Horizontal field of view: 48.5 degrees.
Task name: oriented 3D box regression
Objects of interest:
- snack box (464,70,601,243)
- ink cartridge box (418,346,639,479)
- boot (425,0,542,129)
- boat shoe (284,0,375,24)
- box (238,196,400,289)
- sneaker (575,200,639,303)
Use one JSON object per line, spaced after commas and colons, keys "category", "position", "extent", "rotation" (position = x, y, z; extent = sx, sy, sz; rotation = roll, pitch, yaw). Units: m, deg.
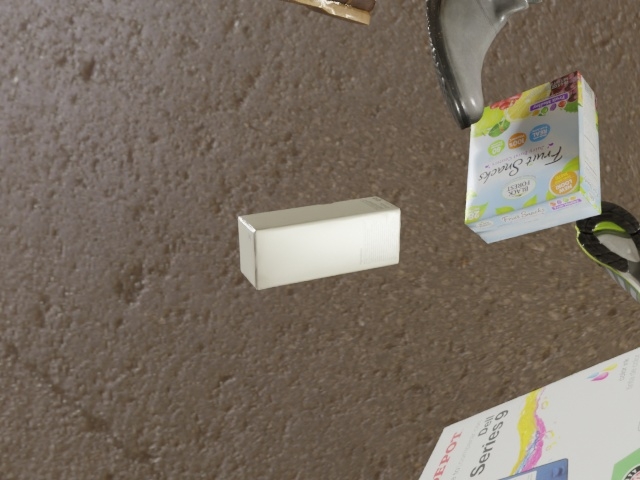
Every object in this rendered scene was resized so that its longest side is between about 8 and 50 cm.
{"category": "snack box", "position": [0.301, -0.116, 1.012], "extent": [0.174, 0.070, 0.207], "rotation": [-18, 52, 40]}
{"category": "ink cartridge box", "position": [0.145, 0.154, 0.395], "extent": [0.093, 0.154, 0.212], "rotation": [48, 132, -2]}
{"category": "boot", "position": [0.264, -0.337, 1.025], "extent": [0.222, 0.118, 0.338], "rotation": [-9, 74, 12]}
{"category": "boat shoe", "position": [-0.026, -0.274, 0.716], "extent": [0.073, 0.207, 0.073], "rotation": [31, 113, 45]}
{"category": "box", "position": [0.000, 0.000, 1.245], "extent": [0.094, 0.275, 0.113], "rotation": [-142, 48, -59]}
{"category": "sneaker", "position": [0.541, 0.058, 1.152], "extent": [0.111, 0.121, 0.300], "rotation": [-43, 72, 11]}
